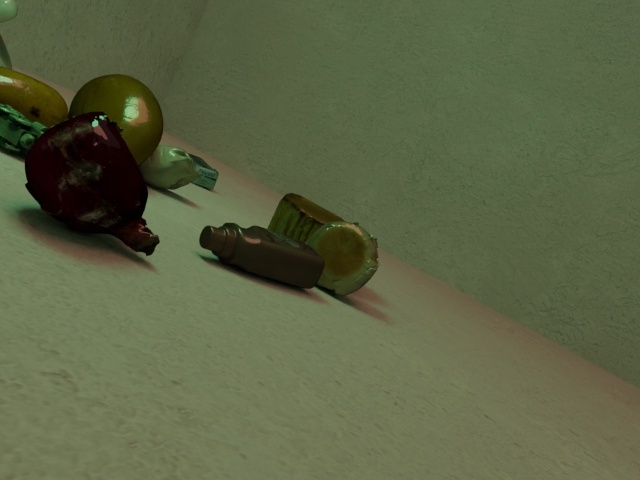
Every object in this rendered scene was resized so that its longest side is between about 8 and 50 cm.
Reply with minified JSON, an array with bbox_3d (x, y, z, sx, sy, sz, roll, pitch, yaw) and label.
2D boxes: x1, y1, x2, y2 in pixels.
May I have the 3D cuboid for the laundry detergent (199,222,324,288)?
[{"bbox_3d":[-0.124,0.011,0.981,0.237,0.076,0.171,19,8,-39],"label":"laundry detergent"}]

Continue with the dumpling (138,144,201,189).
[{"bbox_3d":[-0.382,-0.171,1.332,0.134,0.169,0.100,83,-9,-64],"label":"dumpling"}]

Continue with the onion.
[{"bbox_3d":[-0.293,-0.059,0.698,0.198,0.135,0.173,65,-12,3],"label":"onion"}]

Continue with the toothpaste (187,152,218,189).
[{"bbox_3d":[-0.433,-0.246,1.889,0.089,0.071,0.313,19,9,-27],"label":"toothpaste"}]

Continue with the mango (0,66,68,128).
[{"bbox_3d":[-0.651,-0.294,1.093,0.177,0.120,0.294,27,6,27],"label":"mango"}]

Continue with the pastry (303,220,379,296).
[{"bbox_3d":[0.042,0.034,1.121,0.165,0.166,0.088,27,-7,10],"label":"pastry"}]

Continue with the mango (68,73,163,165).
[{"bbox_3d":[-0.459,-0.259,1.219,0.317,0.211,0.173,59,-4,46],"label":"mango"}]

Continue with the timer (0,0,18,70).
[{"bbox_3d":[-1.013,-0.611,1.643,0.239,0.234,0.233,-21,20,-12],"label":"timer"}]

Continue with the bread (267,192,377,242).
[{"bbox_3d":[0.000,0.000,1.287,0.253,0.143,0.227,30,5,2],"label":"bread"}]

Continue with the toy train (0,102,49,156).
[{"bbox_3d":[-0.557,-0.203,0.971,0.178,0.071,0.104,29,3,19],"label":"toy train"}]
